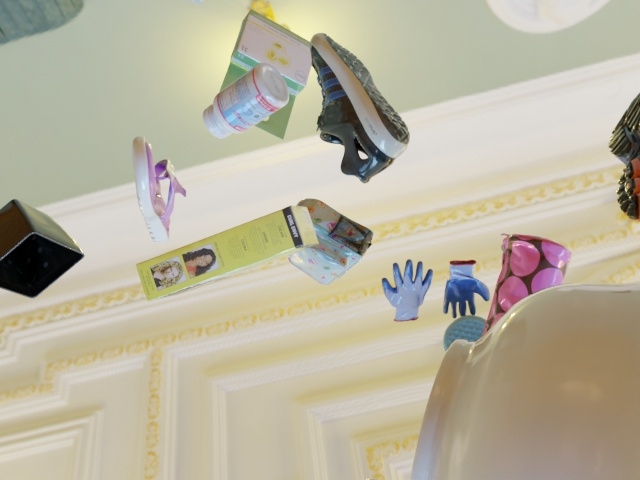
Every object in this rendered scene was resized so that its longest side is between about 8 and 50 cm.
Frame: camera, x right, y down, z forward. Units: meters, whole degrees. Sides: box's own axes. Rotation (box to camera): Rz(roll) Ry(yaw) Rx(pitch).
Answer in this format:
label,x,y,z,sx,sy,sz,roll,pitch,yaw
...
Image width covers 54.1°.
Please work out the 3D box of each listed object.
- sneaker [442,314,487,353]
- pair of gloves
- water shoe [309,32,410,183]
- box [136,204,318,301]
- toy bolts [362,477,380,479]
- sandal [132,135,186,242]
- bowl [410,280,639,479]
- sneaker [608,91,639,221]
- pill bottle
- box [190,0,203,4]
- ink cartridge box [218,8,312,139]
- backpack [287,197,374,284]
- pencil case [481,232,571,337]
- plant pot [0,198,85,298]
label,x,y,z,sx,sy,sz,roll,pitch,yaw
sneaker,0.360,0.268,1.159,0.127,0.208,0.319,-41,-104,1
pair of gloves,0.212,0.092,1.149,0.198,0.159,0.023,-5,-137,5
water shoe,0.019,-0.146,0.667,0.080,0.072,0.203,-45,-134,23
box,-0.124,0.018,0.850,0.232,0.087,0.058,-21,-93,13
toy bolts,0.138,0.484,1.000,0.228,0.218,0.159,17,-86,38
sandal,-0.356,-0.117,1.412,0.102,0.416,0.170,-10,-104,-12
bowl,0.146,0.154,0.443,0.134,0.298,0.298,12,-124,22
sneaker,0.308,-0.076,0.537,0.087,0.083,0.221,25,-132,1
pill bottle,-0.142,-0.255,1.169,0.160,0.087,0.087,-26,-138,32
box,-0.232,-0.522,0.986,0.148,0.232,0.127,10,-145,-25
ink cartridge box,-0.113,-0.357,1.346,0.171,0.056,0.235,24,-118,-22
backpack,0.000,0.000,1.425,0.188,0.166,0.144,39,-119,-3
pencil case,0.273,0.095,0.868,0.098,0.095,0.210,17,-88,26
plant pot,-0.758,0.009,1.597,0.187,0.188,0.167,-39,-117,4
